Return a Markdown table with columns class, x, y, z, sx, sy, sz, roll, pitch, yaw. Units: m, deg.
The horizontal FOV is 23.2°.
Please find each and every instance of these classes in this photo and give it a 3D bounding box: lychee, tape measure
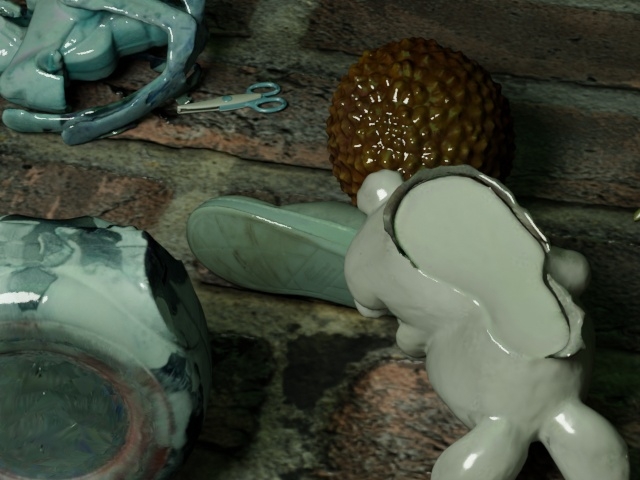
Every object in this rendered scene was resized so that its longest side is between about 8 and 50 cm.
| class | x | y | z | sx | sy | sz | roll | pitch | yaw |
| --- | --- | --- | --- | --- | --- | --- | --- | --- | --- |
| lychee | 0.096 | -0.103 | 1.519 | 0.200 | 0.200 | 0.238 | 3 | 36 | 6 |
| tape measure | -0.215 | 0.092 | 1.254 | 0.256 | 0.275 | 0.147 | 4 | 37 | -2 |

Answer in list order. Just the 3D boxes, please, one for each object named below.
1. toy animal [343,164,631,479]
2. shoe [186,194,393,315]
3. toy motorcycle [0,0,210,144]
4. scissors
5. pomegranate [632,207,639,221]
| class | x | y | z | sx | sy | sz | roll | pitch | yaw |
| --- | --- | --- | --- | --- | --- | --- | --- | --- | --- |
| toy animal | 0.136 | 0.081 | 1.314 | 0.208 | 0.154 | 0.325 | -8 | 63 | -4 |
| shoe | 0.000 | 0.000 | 1.480 | 0.251 | 0.103 | 0.100 | 16 | 46 | 12 |
| toy motorcycle | -0.247 | -0.214 | 1.703 | 0.260 | 0.154 | 0.206 | -24 | 69 | -10 |
| scissors | -0.098 | -0.151 | 1.711 | 0.119 | 0.014 | 0.058 | -10 | 40 | -13 |
| pomegranate | 0.437 | -0.098 | 1.502 | 0.236 | 0.236 | 0.302 | 31 | 75 | 31 |
